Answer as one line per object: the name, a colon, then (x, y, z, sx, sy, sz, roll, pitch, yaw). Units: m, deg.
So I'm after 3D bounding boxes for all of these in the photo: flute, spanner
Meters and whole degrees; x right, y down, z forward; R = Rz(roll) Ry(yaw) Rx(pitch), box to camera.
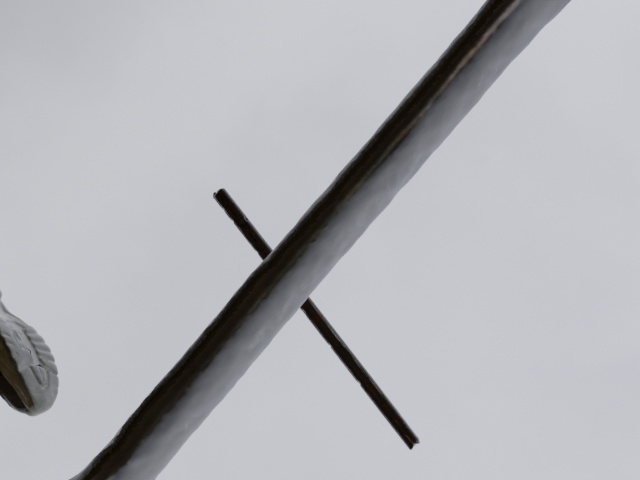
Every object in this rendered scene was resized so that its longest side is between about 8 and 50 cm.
flute: (-0.006, 0.061, 1.199, 0.014, 0.014, 0.269, -41, -102, 12)
spanner: (0.000, 0.000, 0.340, 0.015, 0.054, 0.254, 44, -80, 24)

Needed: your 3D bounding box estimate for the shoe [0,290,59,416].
shoe: (-0.290, 0.092, 1.201, 0.099, 0.071, 0.169, -42, -110, 6)
